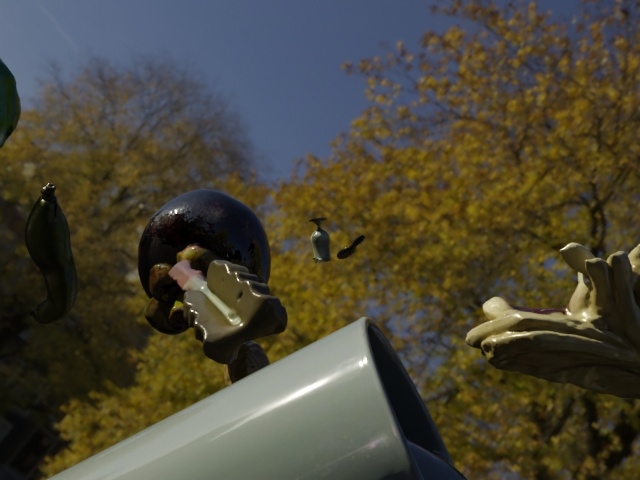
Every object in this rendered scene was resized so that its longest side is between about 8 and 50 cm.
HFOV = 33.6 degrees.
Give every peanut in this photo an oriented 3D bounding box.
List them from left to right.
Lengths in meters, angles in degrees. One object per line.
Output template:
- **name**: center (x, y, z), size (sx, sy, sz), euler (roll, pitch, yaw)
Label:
- **peanut**: center (-0.134, 0.307, 2.085), size (0.108, 0.095, 0.226), euler (56, 21, -80)

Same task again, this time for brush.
- **brush**: center (-0.115, 0.053, 1.079), size (0.071, 0.084, 0.301), euler (60, -11, -19)
- **brush**: center (0.041, 0.009, 1.385), size (0.083, 0.024, 0.008), euler (131, -49, -63)

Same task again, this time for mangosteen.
- **mangosteen**: center (-0.227, 0.057, 1.996), size (0.275, 0.302, 0.275), euler (6, -57, 9)

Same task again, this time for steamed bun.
- **steamed bun**: center (0.455, 0.119, 1.588), size (0.428, 0.189, 0.247), euler (12, -18, -15)

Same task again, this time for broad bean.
- **broad bean**: center (-0.369, 0.020, 1.453), size (0.070, 0.214, 0.048), euler (5, 22, -1)

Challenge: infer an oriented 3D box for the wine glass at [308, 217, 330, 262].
- **wine glass**: center (0.000, 0.000, 1.949), size (0.039, 0.083, 0.042), euler (-1, -9, -31)

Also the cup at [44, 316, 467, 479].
- **cup**: center (-0.057, 0.208, 0.705), size (0.205, 0.312, 0.205), euler (61, 7, -14)

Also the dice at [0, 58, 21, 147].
- **dice**: center (-0.668, -0.217, 1.638), size (0.300, 0.297, 0.287), euler (5, -40, 50)
